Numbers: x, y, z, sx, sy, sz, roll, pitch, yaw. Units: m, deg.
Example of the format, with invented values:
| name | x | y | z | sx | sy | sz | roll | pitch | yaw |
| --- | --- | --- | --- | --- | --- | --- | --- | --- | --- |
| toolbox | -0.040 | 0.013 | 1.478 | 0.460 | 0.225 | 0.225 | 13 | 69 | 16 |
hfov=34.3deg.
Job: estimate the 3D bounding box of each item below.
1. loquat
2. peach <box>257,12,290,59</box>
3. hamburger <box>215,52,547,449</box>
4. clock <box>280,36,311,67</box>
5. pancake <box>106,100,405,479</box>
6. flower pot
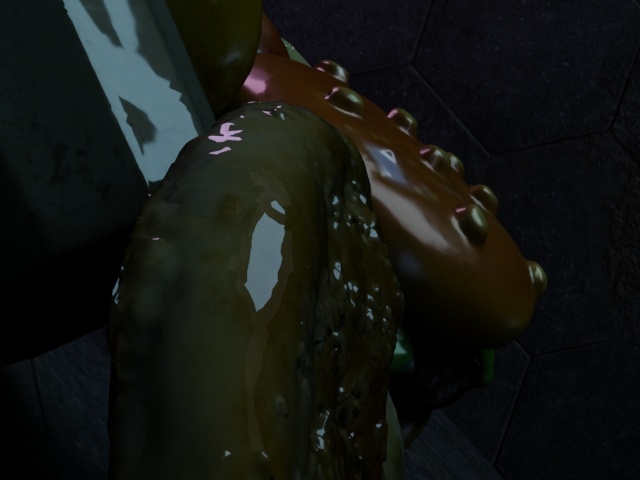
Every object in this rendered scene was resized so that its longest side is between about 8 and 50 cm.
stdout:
| name | x | y | z | sx | sy | sz | roll | pitch | yaw |
| --- | --- | --- | --- | --- | --- | --- | --- | --- | --- |
| loquat | -0.149 | -0.157 | 0.794 | 0.213 | 0.246 | 0.213 | 5 | 9 | -1 |
| peach | -0.179 | -0.183 | 1.231 | 0.308 | 0.308 | 0.332 | 47 | 8 | -22 |
| hamburger | 0.000 | 0.000 | 0.955 | 0.396 | 0.277 | 0.396 | 38 | 14 | -11 |
| clock | -0.112 | -0.122 | 1.445 | 0.235 | 0.308 | 0.096 | 50 | 25 | 25 |
| pancake | 0.001 | 0.117 | 0.492 | 0.387 | 0.082 | 0.387 | -3 | 90 | -79 |
| flower pot | -0.180 | -0.078 | 0.545 | 0.259 | 0.290 | 0.290 | 62 | 5 | 9 |
